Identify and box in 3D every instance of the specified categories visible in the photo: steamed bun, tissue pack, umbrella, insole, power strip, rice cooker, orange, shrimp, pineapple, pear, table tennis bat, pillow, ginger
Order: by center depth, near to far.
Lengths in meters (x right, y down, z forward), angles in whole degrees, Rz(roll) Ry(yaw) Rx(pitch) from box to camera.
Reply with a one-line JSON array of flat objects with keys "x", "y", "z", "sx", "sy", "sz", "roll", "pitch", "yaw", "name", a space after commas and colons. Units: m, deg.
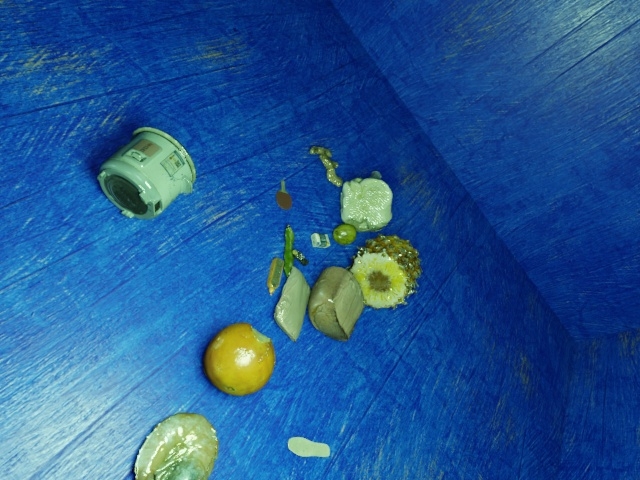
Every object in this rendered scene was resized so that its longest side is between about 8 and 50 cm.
[{"x": -0.445, "y": 0.692, "z": 1.237, "sx": 0.221, "sy": 0.110, "sz": 0.446, "roll": 38, "pitch": 42, "yaw": -11, "name": "shrimp"}, {"x": -0.267, "y": 0.396, "z": 1.466, "sx": 0.240, "sy": 0.240, "sz": 0.240, "roll": 22, "pitch": 53, "yaw": -32, "name": "orange"}, {"x": -0.590, "y": -0.237, "z": 1.528, "sx": 0.316, "sy": 0.264, "sz": 0.317, "roll": 7, "pitch": 51, "yaw": -8, "name": "rice cooker"}, {"x": -0.041, "y": 0.765, "z": 1.620, "sx": 0.192, "sy": 0.010, "sz": 0.063, "roll": 24, "pitch": 52, "yaw": -30, "name": "insole"}, {"x": -0.106, "y": 0.260, "z": 1.807, "sx": 0.173, "sy": 0.067, "sz": 0.270, "roll": 53, "pitch": 39, "yaw": -31, "name": "pillow"}, {"x": -0.189, "y": 0.148, "z": 1.836, "sx": 0.049, "sy": 0.028, "sz": 0.178, "roll": 31, "pitch": 49, "yaw": -27, "name": "power strip"}, {"x": 0.045, "y": 0.264, "z": 1.850, "sx": 0.252, "sy": 0.199, "sz": 0.301, "roll": -58, "pitch": 142, "yaw": -34, "name": "steamed bun"}, {"x": -0.087, "y": 0.076, "z": 1.917, "sx": 0.037, "sy": 0.040, "sz": 0.144, "roll": -61, "pitch": 153, "yaw": -12, "name": "umbrella"}, {"x": -0.175, "y": -0.215, "z": 2.077, "sx": 0.087, "sy": 0.013, "sz": 0.157, "roll": 12, "pitch": 61, "yaw": -35, "name": "table tennis bat"}, {"x": 0.314, "y": 0.139, "z": 2.084, "sx": 0.352, "sy": 0.352, "sz": 0.300, "roll": 57, "pitch": 36, "yaw": 0, "name": "pineapple"}, {"x": 0.000, "y": 0.000, "z": 2.085, "sx": 0.083, "sy": 0.042, "sz": 0.062, "roll": 7, "pitch": 59, "yaw": -40, "name": "tissue pack"}, {"x": 0.121, "y": -0.031, "z": 2.165, "sx": 0.131, "sy": 0.107, "sz": 0.107, "roll": 3, "pitch": 65, "yaw": -46, "name": "pear"}, {"x": 0.227, "y": -0.182, "z": 2.275, "sx": 0.267, "sy": 0.207, "sz": 0.280, "roll": -1, "pitch": 89, "yaw": -9, "name": "steamed bun"}, {"x": 0.050, "y": -0.407, "z": 2.359, "sx": 0.259, "sy": 0.065, "sz": 0.149, "roll": 51, "pitch": 41, "yaw": -3, "name": "ginger"}]

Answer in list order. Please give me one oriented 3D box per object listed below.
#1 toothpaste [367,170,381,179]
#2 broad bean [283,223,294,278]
[{"x": 0.270, "y": -0.275, "z": 2.482, "sx": 0.114, "sy": 0.073, "sz": 0.299, "roll": 41, "pitch": 52, "yaw": -17, "name": "toothpaste"}, {"x": -0.135, "y": 0.052, "z": 1.924, "sx": 0.052, "sy": 0.053, "sz": 0.256, "roll": 1, "pitch": 66, "yaw": -7, "name": "broad bean"}]
